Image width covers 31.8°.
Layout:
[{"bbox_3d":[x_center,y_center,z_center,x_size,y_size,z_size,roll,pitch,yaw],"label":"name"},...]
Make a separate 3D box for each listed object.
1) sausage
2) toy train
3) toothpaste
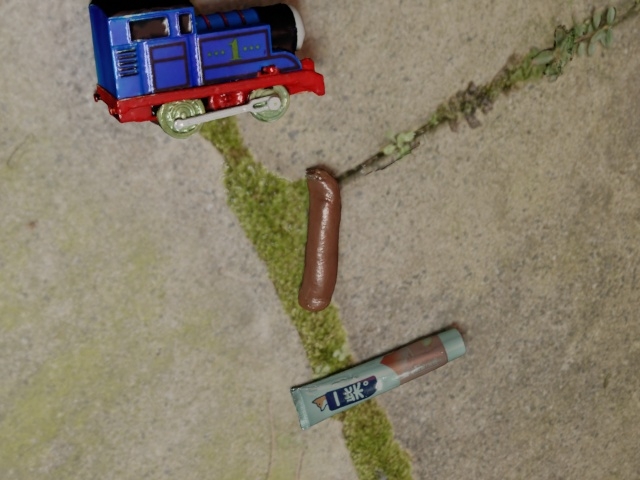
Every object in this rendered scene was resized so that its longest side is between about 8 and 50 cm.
[{"bbox_3d":[0.000,0.000,1.174,0.042,0.036,0.157,-9,112,-30],"label":"sausage"},{"bbox_3d":[-0.105,-0.168,1.035,0.204,0.083,0.131,-12,112,-22],"label":"toy train"},{"bbox_3d":[0.066,0.153,1.266,0.205,0.036,0.056,-21,116,-12],"label":"toothpaste"}]
